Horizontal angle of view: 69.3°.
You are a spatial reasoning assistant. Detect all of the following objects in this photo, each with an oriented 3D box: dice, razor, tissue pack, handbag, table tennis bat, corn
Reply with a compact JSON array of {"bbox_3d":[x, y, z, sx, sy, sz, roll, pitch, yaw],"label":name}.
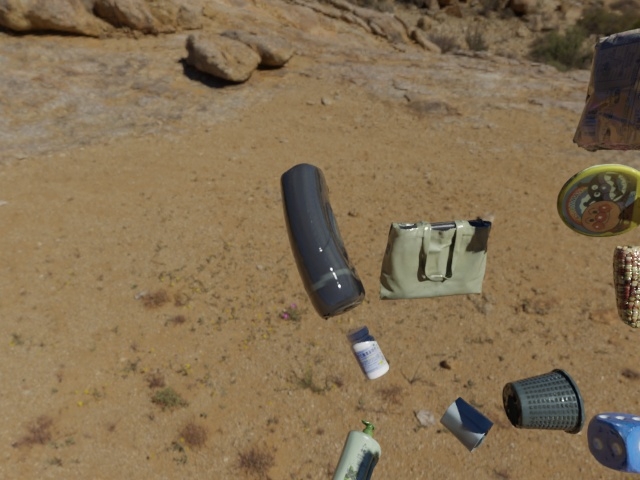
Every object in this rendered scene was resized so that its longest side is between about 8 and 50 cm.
[{"bbox_3d":[0.898,0.598,1.375,0.146,0.143,0.146,0,-6,-21],"label":"dice"},{"bbox_3d":[-0.001,0.001,1.048,0.113,0.349,0.204,-21,-12,13],"label":"razor"},{"bbox_3d":[0.682,-0.325,1.007,0.122,0.257,0.215,2,9,-28],"label":"tissue pack"},{"bbox_3d":[0.329,0.057,1.337,0.315,0.253,0.109,-1,27,-3],"label":"handbag"},{"bbox_3d":[0.850,-0.106,1.263,0.368,0.224,0.054,-1,31,22],"label":"table tennis bat"},{"bbox_3d":[0.941,0.140,1.409,0.086,0.254,0.086,-4,1,0],"label":"corn"}]

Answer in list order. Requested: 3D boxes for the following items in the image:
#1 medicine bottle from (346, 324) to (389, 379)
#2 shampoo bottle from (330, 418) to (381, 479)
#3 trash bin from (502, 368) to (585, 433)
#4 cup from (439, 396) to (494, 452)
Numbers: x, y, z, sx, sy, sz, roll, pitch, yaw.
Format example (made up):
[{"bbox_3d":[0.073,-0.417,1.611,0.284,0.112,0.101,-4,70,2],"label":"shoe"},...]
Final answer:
[{"bbox_3d":[0.178,0.427,1.771,0.102,0.187,0.103,-26,-2,-1],"label":"medicine bottle"},{"bbox_3d":[0.102,0.608,1.268,0.087,0.118,0.234,-31,21,44],"label":"shampoo bottle"},{"bbox_3d":[0.595,0.445,1.271,0.160,0.176,0.175,-4,32,-2],"label":"trash bin"},{"bbox_3d":[0.453,0.551,1.409,0.128,0.095,0.129,-16,45,-44],"label":"cup"}]
